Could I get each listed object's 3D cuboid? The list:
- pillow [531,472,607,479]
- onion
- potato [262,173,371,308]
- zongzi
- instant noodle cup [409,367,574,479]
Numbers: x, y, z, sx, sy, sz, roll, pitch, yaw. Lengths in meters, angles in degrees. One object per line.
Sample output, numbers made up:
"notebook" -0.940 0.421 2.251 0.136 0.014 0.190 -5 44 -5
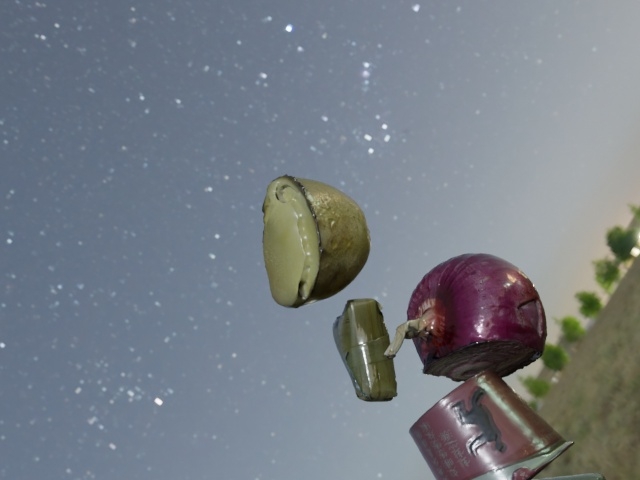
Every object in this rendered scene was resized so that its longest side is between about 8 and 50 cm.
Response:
"pillow" 0.514 0.665 1.914 0.255 0.120 0.322 -22 24 41
"onion" 0.283 0.134 1.572 0.272 0.256 0.230 42 -144 -47
"potato" 0.000 0.000 1.839 0.242 0.285 0.242 -12 -19 -4
"zongzi" 0.082 0.265 1.929 0.115 0.228 0.256 -4 -17 -21
"instant noodle cup" 0.269 0.333 1.393 0.234 0.178 0.235 -31 -22 -14
